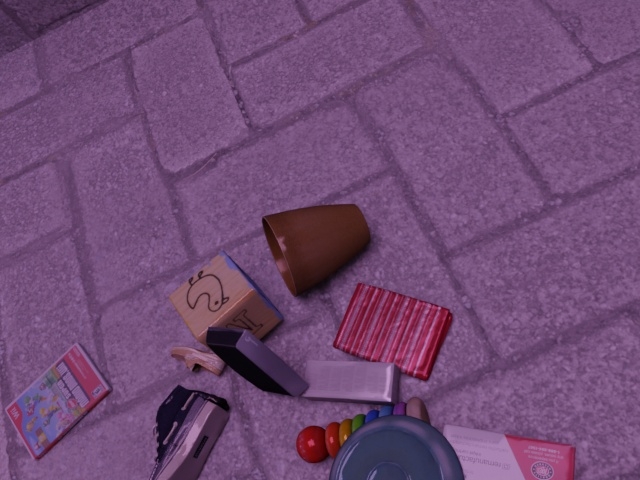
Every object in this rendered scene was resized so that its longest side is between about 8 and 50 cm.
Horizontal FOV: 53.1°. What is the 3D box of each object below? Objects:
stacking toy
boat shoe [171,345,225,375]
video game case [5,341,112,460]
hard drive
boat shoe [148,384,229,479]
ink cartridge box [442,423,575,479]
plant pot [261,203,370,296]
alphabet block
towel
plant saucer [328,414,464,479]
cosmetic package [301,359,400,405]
[{"bbox_3d":[0.096,0.476,1.543,0.331,0.141,0.141,-15,61,15],"label":"stacking toy"},{"bbox_3d":[-0.347,0.337,1.782,0.170,0.063,0.059,8,62,20],"label":"boat shoe"},{"bbox_3d":[-0.768,0.465,1.875,0.285,0.025,0.204,-44,61,-6],"label":"video game case"},{"bbox_3d":[-0.163,0.307,1.604,0.172,0.254,0.054,-4,48,45],"label":"hard drive"},{"bbox_3d":[-0.386,0.542,1.674,0.158,0.127,0.340,18,64,31],"label":"boat shoe"},{"bbox_3d":[0.382,0.616,1.359,0.280,0.160,0.384,4,67,20],"label":"ink cartridge box"},{"bbox_3d":[0.000,0.000,1.763,0.255,0.237,0.237,-22,59,-10],"label":"plant pot"},{"bbox_3d":[-0.254,0.183,1.742,0.197,0.193,0.192,-42,50,-5],"label":"alphabet block"},{"bbox_3d":[0.189,0.235,1.683,0.275,0.031,0.198,16,73,26],"label":"towel"},{"bbox_3d":[0.151,0.532,1.385,0.318,0.044,0.317,-13,58,23],"label":"plant saucer"},{"bbox_3d":[0.077,0.361,1.627,0.239,0.060,0.098,-2,63,23],"label":"cosmetic package"}]
